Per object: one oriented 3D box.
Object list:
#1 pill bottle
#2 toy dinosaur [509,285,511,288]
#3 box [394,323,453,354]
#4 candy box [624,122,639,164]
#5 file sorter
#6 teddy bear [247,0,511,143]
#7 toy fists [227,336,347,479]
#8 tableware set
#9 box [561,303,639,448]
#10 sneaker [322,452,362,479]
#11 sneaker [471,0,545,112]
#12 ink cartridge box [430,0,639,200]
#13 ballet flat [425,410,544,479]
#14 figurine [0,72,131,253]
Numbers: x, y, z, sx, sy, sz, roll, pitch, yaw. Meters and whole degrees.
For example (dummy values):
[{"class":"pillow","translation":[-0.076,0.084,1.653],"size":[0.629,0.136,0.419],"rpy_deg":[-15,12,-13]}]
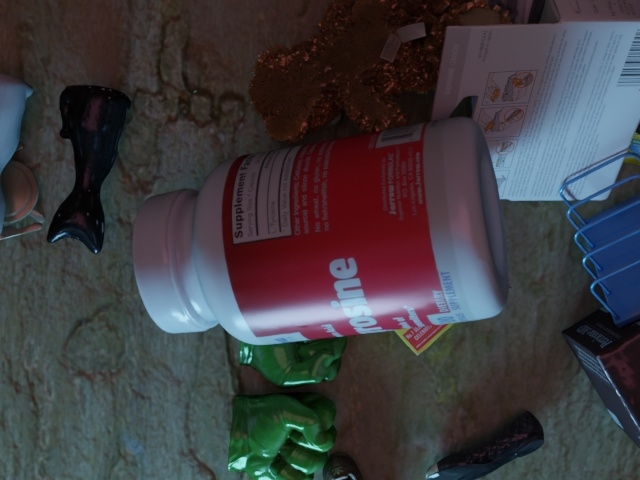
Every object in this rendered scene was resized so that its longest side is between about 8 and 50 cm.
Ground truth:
[{"class":"pill bottle","translation":[0.000,0.000,1.113],"size":[0.407,0.229,0.229],"rpy_deg":[-9,95,17]},{"class":"toy dinosaur","translation":[0.185,0.013,1.258],"size":[0.183,0.053,0.092],"rpy_deg":[45,57,-1]},{"class":"box","translation":[0.079,0.039,1.268],"size":[0.087,0.058,0.232],"rpy_deg":[-41,94,4]},{"class":"candy box","translation":[0.484,-0.126,1.236],"size":[0.205,0.105,0.027],"rpy_deg":[10,62,0]},{"class":"file sorter","translation":[0.379,-0.006,1.174],"size":[0.118,0.170,0.104],"rpy_deg":[-28,133,24]},{"class":"teddy bear","translation":[0.076,-0.231,1.202],"size":[0.338,0.113,0.245],"rpy_deg":[-43,71,8]},{"class":"toy fists","translation":[-0.041,0.195,1.265],"size":[0.142,0.096,0.279],"rpy_deg":[6,94,-1]},{"class":"tableware set","translation":[-0.470,-0.048,1.273],"size":[0.194,0.039,0.128],"rpy_deg":[-14,83,-5]},{"class":"box","translation":[0.456,0.148,1.223],"size":[0.203,0.168,0.167],"rpy_deg":[-31,95,2]},{"class":"sneaker","translation":[0.048,0.385,1.292],"size":[0.066,0.071,0.189],"rpy_deg":[-24,94,2]},{"class":"sneaker","translation":[0.312,-0.278,1.211],"size":[0.180,0.125,0.321],"rpy_deg":[9,110,-16]},{"class":"ink cartridge box","translation":[0.255,-0.163,1.146],"size":[0.261,0.296,0.066],"rpy_deg":[-2,51,-4]},{"class":"ballet flat","translation":[0.224,0.290,1.305],"size":[0.173,0.049,0.057],"rpy_deg":[-24,139,3]},{"class":"figurine","translation":[-0.367,-0.099,1.225],"size":[0.214,0.092,0.210],"rpy_deg":[8,86,-1]}]
